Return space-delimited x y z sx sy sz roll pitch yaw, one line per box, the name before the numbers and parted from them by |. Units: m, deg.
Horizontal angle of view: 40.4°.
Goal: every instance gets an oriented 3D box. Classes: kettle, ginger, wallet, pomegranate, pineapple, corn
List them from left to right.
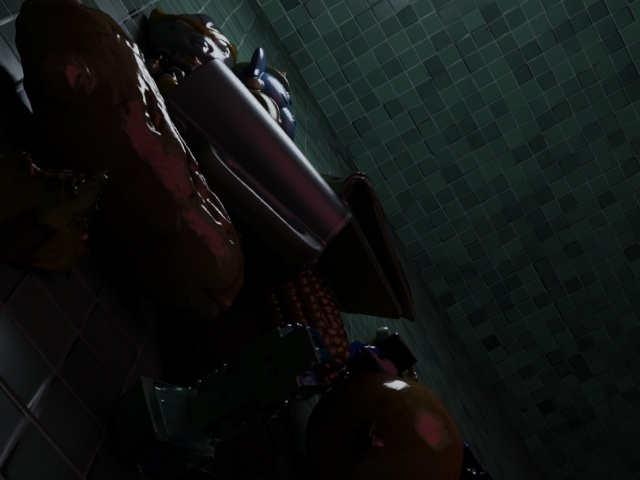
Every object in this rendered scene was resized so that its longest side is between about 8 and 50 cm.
pineapple | -0.210 -0.024 0.664 0.114 0.114 0.077 54 30 -13
ginger | -0.185 -0.082 0.825 0.354 0.126 0.190 59 -1 -3
wallet | -0.096 0.144 0.877 0.172 0.045 0.318 51 16 -38
kettle | -0.085 -0.068 0.974 0.243 0.160 0.210 43 3 0
corn | -0.071 0.030 1.109 0.363 0.120 0.120 61 10 22
wallet | 0.000 0.000 1.196 0.309 0.077 0.223 15 -50 59
pomegranate | 0.074 0.243 1.026 0.191 0.191 0.191 57 11 -18

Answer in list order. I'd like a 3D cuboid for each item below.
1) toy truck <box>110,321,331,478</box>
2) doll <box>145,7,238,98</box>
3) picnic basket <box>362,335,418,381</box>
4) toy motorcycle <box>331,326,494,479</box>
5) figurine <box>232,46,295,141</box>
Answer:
toy truck | -0.079 0.119 0.676 0.081 0.175 0.067 33 29 -55
doll | -0.206 -0.284 1.347 0.316 0.145 0.103 -93 -174 -55
picnic basket | 0.133 0.237 1.679 0.110 0.055 0.193 63 11 16
toy motorcycle | 0.141 0.287 1.262 0.331 0.125 0.196 55 -12 2
figurine | -0.119 -0.195 1.456 0.262 0.154 0.180 -84 156 -43
